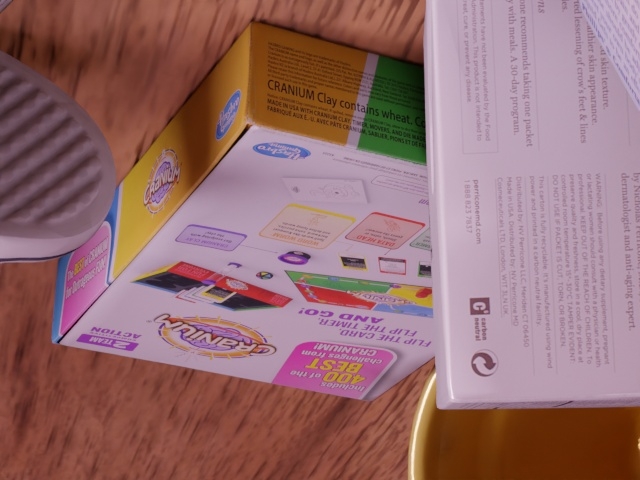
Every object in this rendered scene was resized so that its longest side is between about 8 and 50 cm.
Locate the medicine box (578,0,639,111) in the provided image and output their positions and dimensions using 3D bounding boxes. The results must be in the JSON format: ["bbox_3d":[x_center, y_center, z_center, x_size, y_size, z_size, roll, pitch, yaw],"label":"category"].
[{"bbox_3d":[0.228,-0.155,0.541,0.263,0.149,0.289,-22,148,-4],"label":"medicine box"}]

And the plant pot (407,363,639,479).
[{"bbox_3d":[0.230,0.159,1.185,0.254,0.254,0.239,-23,161,38],"label":"plant pot"}]

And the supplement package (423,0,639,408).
[{"bbox_3d":[0.182,-0.024,0.786,0.262,0.199,0.198,-2,173,2],"label":"supplement package"}]

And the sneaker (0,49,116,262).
[{"bbox_3d":[-0.270,-0.052,0.871,0.321,0.126,0.127,18,145,-14],"label":"sneaker"}]

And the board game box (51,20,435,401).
[{"bbox_3d":[0.000,0.000,1.035,0.242,0.064,0.316,13,150,-24],"label":"board game box"}]

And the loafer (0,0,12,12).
[{"bbox_3d":[-0.157,-0.158,0.701,0.111,0.112,0.319,45,142,-6],"label":"loafer"}]
